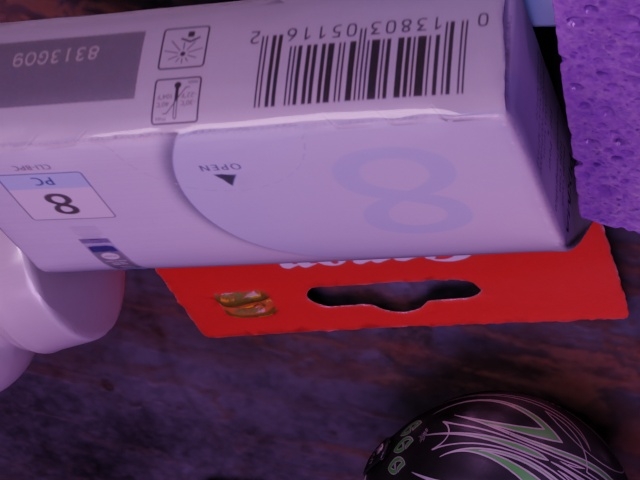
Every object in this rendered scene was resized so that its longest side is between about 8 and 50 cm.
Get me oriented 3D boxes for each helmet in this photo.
[{"bbox_3d":[0.127,0.182,1.248,0.161,0.169,0.169,-14,129,44],"label":"helmet"}]

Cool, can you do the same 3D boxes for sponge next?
[{"bbox_3d":[0.179,-0.070,0.918,0.117,0.031,0.210,16,148,23],"label":"sponge"}]

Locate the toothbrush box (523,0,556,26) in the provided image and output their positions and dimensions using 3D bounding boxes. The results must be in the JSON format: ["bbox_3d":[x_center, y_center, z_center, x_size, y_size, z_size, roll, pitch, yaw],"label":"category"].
[{"bbox_3d":[0.137,-0.223,0.899,0.295,0.126,0.216,1,134,13],"label":"toothbrush box"}]

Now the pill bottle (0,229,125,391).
[{"bbox_3d":[-0.285,0.032,1.193,0.301,0.169,0.169,-14,127,22],"label":"pill bottle"}]

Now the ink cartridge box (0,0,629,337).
[{"bbox_3d":[0.000,0.000,1.075,0.308,0.091,0.385,-4,150,18],"label":"ink cartridge box"}]
